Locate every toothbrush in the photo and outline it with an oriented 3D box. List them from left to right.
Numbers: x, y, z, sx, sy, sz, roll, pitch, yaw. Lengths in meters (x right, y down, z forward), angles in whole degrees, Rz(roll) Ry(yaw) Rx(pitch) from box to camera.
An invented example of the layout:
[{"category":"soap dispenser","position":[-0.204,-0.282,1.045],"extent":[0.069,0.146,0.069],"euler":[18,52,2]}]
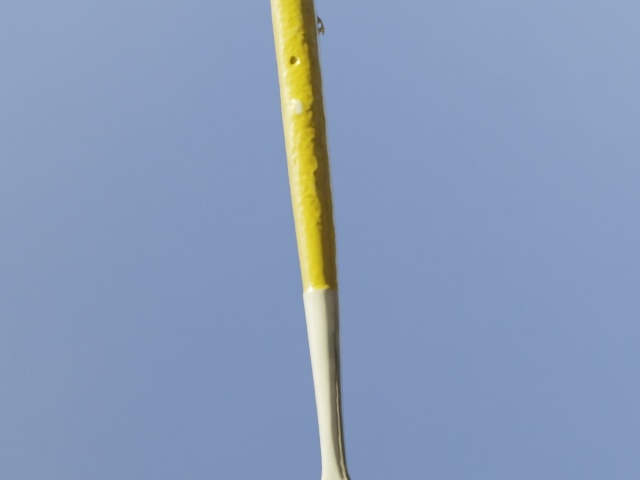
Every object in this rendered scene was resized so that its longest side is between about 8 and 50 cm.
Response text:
[{"category":"toothbrush","position":[0.000,0.000,0.582],"extent":[0.021,0.024,0.288],"euler":[-11,-107,18]}]
